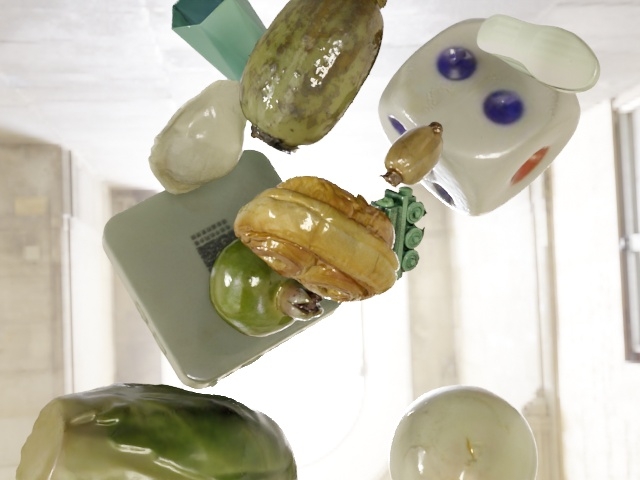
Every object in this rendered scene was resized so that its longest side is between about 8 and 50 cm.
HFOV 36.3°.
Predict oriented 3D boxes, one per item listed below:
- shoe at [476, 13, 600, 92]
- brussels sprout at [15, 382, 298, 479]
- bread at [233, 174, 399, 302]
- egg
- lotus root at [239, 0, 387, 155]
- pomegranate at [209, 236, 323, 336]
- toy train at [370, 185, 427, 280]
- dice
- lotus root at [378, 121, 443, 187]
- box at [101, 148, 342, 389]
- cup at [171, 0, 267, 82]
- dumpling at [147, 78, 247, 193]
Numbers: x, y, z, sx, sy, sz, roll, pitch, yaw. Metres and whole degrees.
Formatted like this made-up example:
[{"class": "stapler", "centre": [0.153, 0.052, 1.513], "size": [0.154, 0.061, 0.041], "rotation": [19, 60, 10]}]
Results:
[{"class": "shoe", "centre": [0.385, -0.309, 1.642], "size": [0.110, 0.095, 0.265], "rotation": [17, -163, -44]}, {"class": "brussels sprout", "centre": [-0.199, 0.321, 1.282], "size": [0.371, 0.276, 0.315], "rotation": [20, -178, -45]}, {"class": "bread", "centre": [0.001, -0.001, 1.386], "size": [0.236, 0.120, 0.198], "rotation": [31, 157, -21]}, {"class": "egg", "centre": [0.268, 0.420, 1.874], "size": [0.283, 0.283, 0.345], "rotation": [-2, 165, -1]}, {"class": "lotus root", "centre": [-0.005, -0.275, 1.441], "size": [0.173, 0.309, 0.173], "rotation": [30, -177, -2]}, {"class": "pomegranate", "centre": [-0.096, 0.077, 1.637], "size": [0.179, 0.179, 0.210], "rotation": [-1, -176, -19]}, {"class": "toy train", "centre": [0.121, -0.008, 1.675], "size": [0.111, 0.170, 0.071], "rotation": [-13, -152, -38]}, {"class": "dice", "centre": [0.320, -0.250, 1.990], "size": [0.304, 0.304, 0.277], "rotation": [-40, 160, -8]}, {"class": "lotus root", "centre": [0.140, -0.126, 1.483], "size": [0.150, 0.073, 0.062], "rotation": [-47, -177, -32]}, {"class": "box", "centre": [-0.181, 0.052, 1.869], "size": [0.367, 0.373, 0.090], "rotation": [-29, 173, -18]}, {"class": "cup", "centre": [-0.156, -0.360, 1.806], "size": [0.236, 0.148, 0.134], "rotation": [50, 178, -40]}, {"class": "dumpling", "centre": [-0.217, -0.175, 1.682], "size": [0.216, 0.126, 0.166], "rotation": [-30, 153, 29]}]
